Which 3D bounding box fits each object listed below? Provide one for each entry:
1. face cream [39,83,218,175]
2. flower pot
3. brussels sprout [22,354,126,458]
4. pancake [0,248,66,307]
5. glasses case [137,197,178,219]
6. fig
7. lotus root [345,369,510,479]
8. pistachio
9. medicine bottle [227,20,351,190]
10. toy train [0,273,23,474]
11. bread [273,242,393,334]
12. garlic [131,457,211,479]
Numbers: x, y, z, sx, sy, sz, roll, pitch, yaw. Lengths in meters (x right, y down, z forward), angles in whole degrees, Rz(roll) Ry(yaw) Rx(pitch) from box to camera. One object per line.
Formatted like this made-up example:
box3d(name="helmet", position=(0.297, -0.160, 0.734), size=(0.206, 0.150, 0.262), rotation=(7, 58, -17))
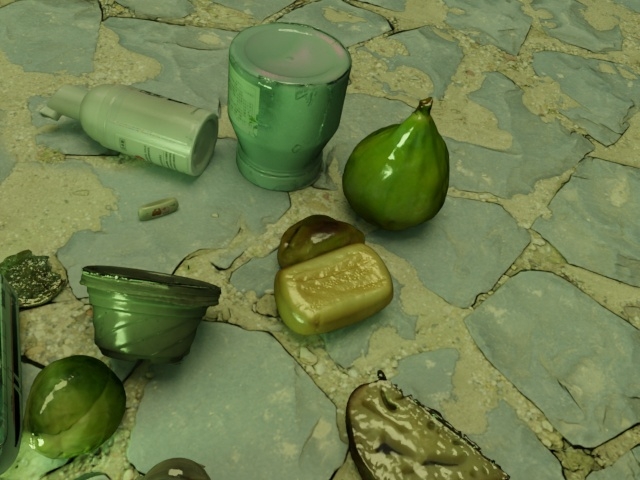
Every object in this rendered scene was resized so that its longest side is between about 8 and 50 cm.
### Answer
box3d(name="face cream", position=(-0.415, -0.259, 1.480), size=(0.370, 0.145, 0.145), rotation=(19, 48, 6))
box3d(name="flower pot", position=(-0.280, 0.122, 1.128), size=(0.236, 0.235, 0.140), rotation=(7, 89, -3))
box3d(name="brussels sprout", position=(-0.368, 0.249, 1.038), size=(0.155, 0.155, 0.117), rotation=(-22, 19, -27))
box3d(name="pancake", position=(-0.530, 0.069, 1.243), size=(0.116, 0.022, 0.129), rotation=(-30, 59, -28))
box3d(name="glasses case", position=(-0.325, -0.064, 1.393), size=(0.083, 0.032, 0.021), rotation=(-19, 49, -25))
box3d(name="fig", position=(0.141, -0.155, 1.388), size=(0.233, 0.314, 0.233), rotation=(-11, 56, 16))
box3d(name="lotus root", position=(0.141, 0.333, 1.079), size=(0.170, 0.074, 0.261), rotation=(-33, 62, -32))
box3d(name="pistachio", position=(0.000, -0.003, 1.345), size=(0.189, 0.100, 0.110), rotation=(-15, 49, -21))
box3d(name="medicine bottle", position=(-0.073, -0.270, 1.452), size=(0.245, 0.289, 0.245), rotation=(4, 46, -5))
box3d(name="toy train", position=(-0.489, 0.212, 1.022), size=(0.087, 0.088, 0.407), rotation=(-21, 41, -9))
box3d(name="bread", position=(0.022, 0.094, 1.259), size=(0.217, 0.098, 0.147), rotation=(-14, 64, -23))
box3d(name="garlic", position=(-0.173, 0.384, 0.956), size=(0.194, 0.127, 0.131), rotation=(22, 42, -10))
